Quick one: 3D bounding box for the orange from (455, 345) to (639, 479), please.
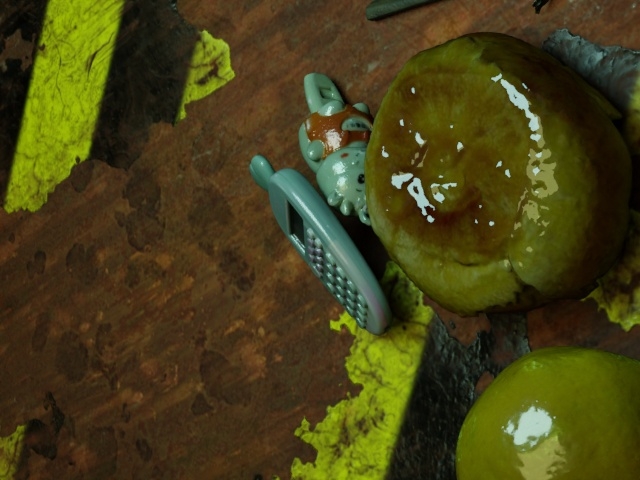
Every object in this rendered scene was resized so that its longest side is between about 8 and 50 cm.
[{"bbox_3d":[0.285,0.243,1.468,0.279,0.279,0.235,-60,24,22],"label":"orange"}]

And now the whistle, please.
[{"bbox_3d":[0.031,-0.122,1.758,0.106,0.102,0.253,-32,54,19],"label":"whistle"}]

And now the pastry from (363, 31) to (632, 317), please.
[{"bbox_3d":[0.206,-0.077,1.592,0.356,0.164,0.355,7,100,40],"label":"pastry"}]

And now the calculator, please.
[{"bbox_3d":[0.000,0.000,1.759,0.041,0.185,0.299,-33,71,-12],"label":"calculator"}]

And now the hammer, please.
[{"bbox_3d":[0.177,-0.326,1.694,0.297,0.027,0.125,-8,80,38],"label":"hammer"}]
